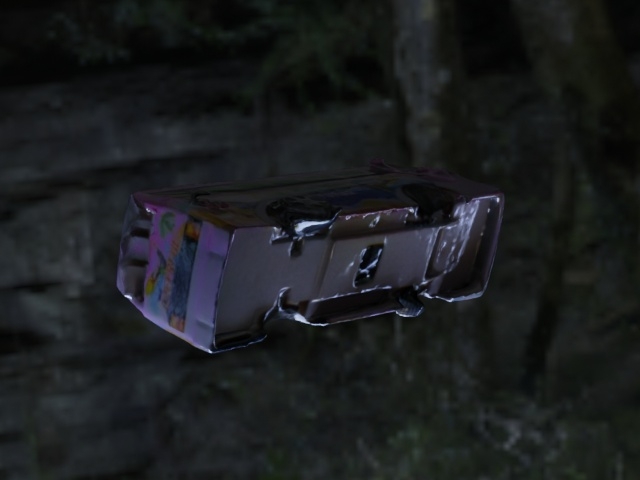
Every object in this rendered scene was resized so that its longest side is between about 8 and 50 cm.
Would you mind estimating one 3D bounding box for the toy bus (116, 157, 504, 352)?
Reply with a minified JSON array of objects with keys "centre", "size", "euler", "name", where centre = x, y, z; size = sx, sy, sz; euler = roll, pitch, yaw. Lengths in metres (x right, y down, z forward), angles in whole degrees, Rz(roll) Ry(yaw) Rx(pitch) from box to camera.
[{"centre":[0.000,0.001,1.198],"size":[0.112,0.090,0.274],"euler":[23,-160,37],"name":"toy bus"}]
